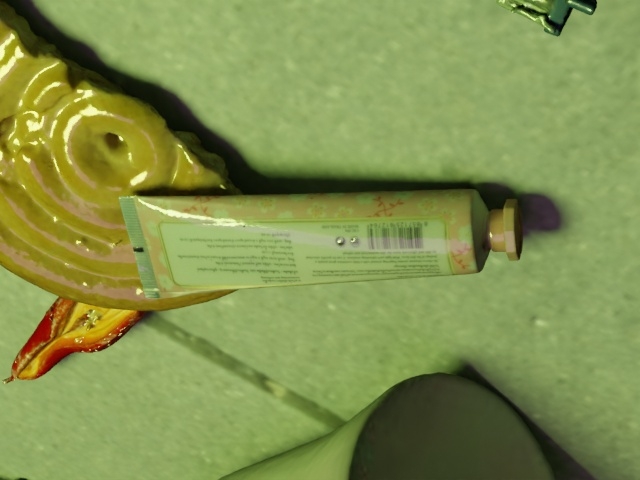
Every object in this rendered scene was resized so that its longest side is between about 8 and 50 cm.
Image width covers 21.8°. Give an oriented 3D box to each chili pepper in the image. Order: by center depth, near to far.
[{"bbox_3d":[-0.150,0.053,1.020,0.045,0.027,0.178,38,136,-11],"label":"chili pepper"}]

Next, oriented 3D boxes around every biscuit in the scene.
[{"bbox_3d":[-0.136,-0.031,0.900,0.224,0.033,0.144,41,118,-17],"label":"biscuit"}]

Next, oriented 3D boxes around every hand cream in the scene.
[{"bbox_3d":[0.000,0.000,0.870,0.210,0.043,0.067,-2,125,14],"label":"hand cream"}]

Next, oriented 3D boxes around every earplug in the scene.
[{"bbox_3d":[-0.014,0.199,1.027,0.172,0.172,0.301,42,140,-21],"label":"earplug"}]

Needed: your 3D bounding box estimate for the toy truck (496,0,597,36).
[{"bbox_3d":[0.113,-0.172,0.648,0.088,0.074,0.201,25,140,11],"label":"toy truck"}]
